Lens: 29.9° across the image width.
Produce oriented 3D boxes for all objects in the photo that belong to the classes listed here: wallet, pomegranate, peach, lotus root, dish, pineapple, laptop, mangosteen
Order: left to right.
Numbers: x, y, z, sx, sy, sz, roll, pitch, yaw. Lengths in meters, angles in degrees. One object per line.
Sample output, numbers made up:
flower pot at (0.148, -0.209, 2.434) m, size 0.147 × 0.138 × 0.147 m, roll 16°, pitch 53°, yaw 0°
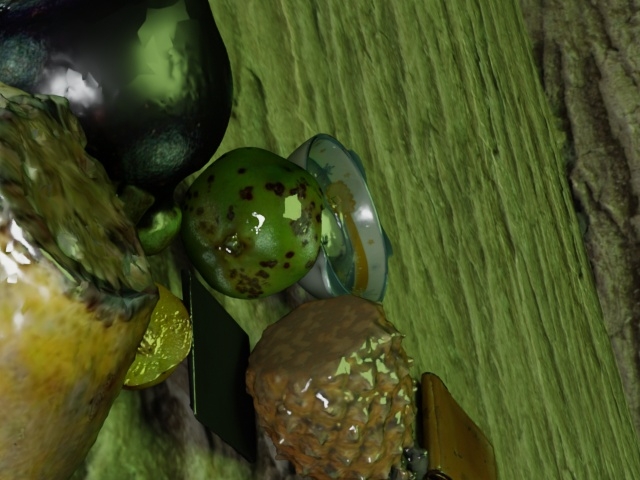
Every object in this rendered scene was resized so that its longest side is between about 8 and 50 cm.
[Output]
lotus root at (-0.223, 0.044, 0.605) m, size 0.149 × 0.260 × 0.267 m, roll -12°, pitch 84°, yaw -66°
mangosteen at (-0.169, -0.097, 0.912) m, size 0.243 × 0.243 × 0.243 m, roll 47°, pitch 33°, yaw -44°
peach at (-0.155, 0.080, 0.979) m, size 0.061 × 0.098 × 0.098 m, roll 120°, pitch -32°, yaw -58°
laptop at (-0.092, 0.120, 1.082) m, size 0.197 × 0.016 × 0.135 m, roll 61°, pitch 21°, yaw -64°
pomegranate at (-0.064, -0.034, 1.161) m, size 0.122 × 0.143 × 0.169 m, roll 56°, pitch 36°, yaw -31°
dish at (0.000, 0.000, 1.351) m, size 0.228 × 0.086 × 0.236 m, roll 69°, pitch 23°, yaw -8°
pineapple at (0.043, 0.219, 1.193) m, size 0.169 × 0.169 × 0.340 m, roll -74°, pitch 150°, yaw -53°
wallet at (0.184, 0.292, 1.598) m, size 0.195 × 0.042 × 0.161 m, roll 49°, pitch 27°, yaw -38°
